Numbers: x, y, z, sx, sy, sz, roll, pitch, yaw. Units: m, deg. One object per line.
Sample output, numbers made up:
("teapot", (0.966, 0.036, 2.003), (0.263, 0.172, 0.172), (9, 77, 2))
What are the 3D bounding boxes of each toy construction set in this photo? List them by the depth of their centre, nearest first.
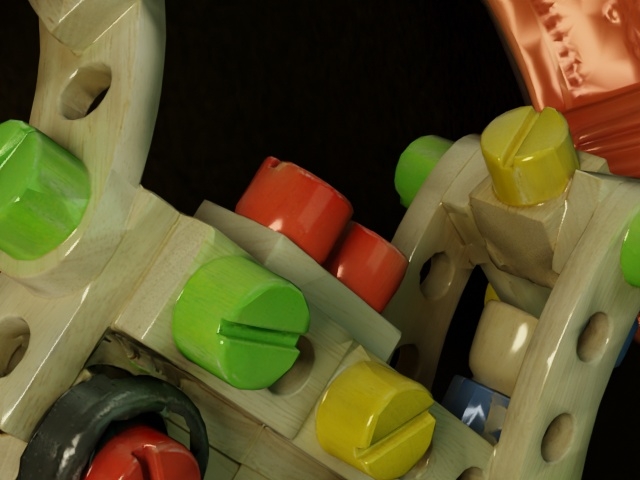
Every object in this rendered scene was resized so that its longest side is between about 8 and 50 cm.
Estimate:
("toy construction set", (0.000, 0.000, 0.465), (0.327, 0.151, 0.215), (37, 81, -32))

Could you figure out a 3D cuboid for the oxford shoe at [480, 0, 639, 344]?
("oxford shoe", (0.120, -0.120, 0.687), (0.133, 0.130, 0.364), (46, 34, -79))
